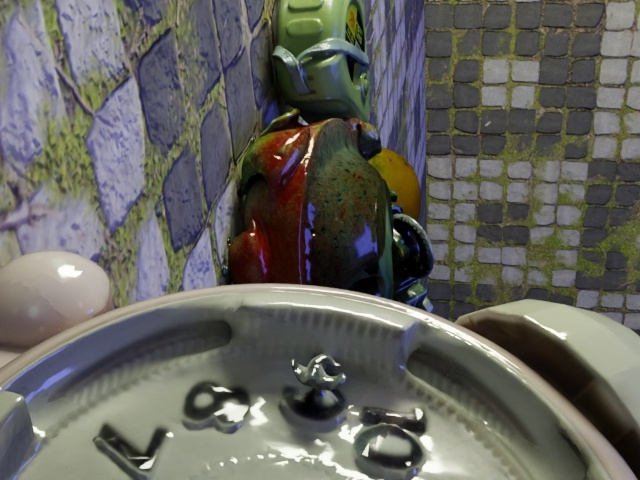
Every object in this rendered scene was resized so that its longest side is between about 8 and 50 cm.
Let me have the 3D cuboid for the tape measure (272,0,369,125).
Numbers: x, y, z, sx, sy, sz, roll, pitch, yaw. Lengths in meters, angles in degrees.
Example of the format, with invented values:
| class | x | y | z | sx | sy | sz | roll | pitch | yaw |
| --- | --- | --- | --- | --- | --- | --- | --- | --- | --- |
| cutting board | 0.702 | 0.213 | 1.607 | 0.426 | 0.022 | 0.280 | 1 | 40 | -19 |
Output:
| class | x | y | z | sx | sy | sz | roll | pitch | yaw |
| --- | --- | --- | --- | --- | --- | --- | --- | --- | --- |
| tape measure | 0.001 | -0.196 | 0.918 | 0.177 | 0.088 | 0.154 | 26 | 67 | -75 |

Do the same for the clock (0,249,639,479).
| class | x | y | z | sx | sy | sz | roll | pitch | yaw |
| --- | --- | --- | --- | --- | --- | --- | --- | --- | --- |
| clock | -0.011 | 0.151 | 0.327 | 0.342 | 0.326 | 0.184 | -76 | 165 | -47 |

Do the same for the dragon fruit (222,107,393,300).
| class | x | y | z | sx | sy | sz | roll | pitch | yaw |
| --- | --- | --- | --- | --- | --- | --- | --- | --- | --- |
| dragon fruit | 0.000 | 0.000 | 0.881 | 0.295 | 0.130 | 0.268 | 63 | 27 | -68 |

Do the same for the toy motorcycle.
| class | x | y | z | sx | sy | sz | roll | pitch | yaw |
| --- | --- | --- | --- | --- | --- | --- | --- | --- | --- |
| toy motorcycle | 0.050 | 0.041 | 1.089 | 0.125 | 0.187 | 0.274 | -26 | 146 | -31 |

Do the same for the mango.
| class | x | y | z | sx | sy | sz | roll | pitch | yaw |
| --- | --- | --- | --- | --- | --- | --- | --- | --- | --- |
| mango | 0.072 | -0.057 | 1.236 | 0.221 | 0.120 | 0.151 | 3 | 86 | -72 |
